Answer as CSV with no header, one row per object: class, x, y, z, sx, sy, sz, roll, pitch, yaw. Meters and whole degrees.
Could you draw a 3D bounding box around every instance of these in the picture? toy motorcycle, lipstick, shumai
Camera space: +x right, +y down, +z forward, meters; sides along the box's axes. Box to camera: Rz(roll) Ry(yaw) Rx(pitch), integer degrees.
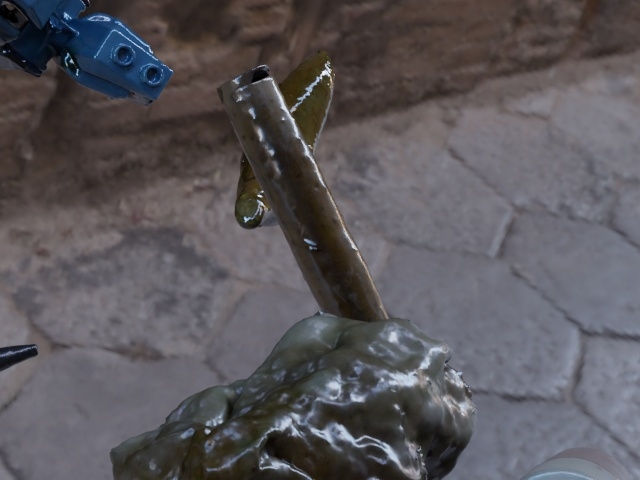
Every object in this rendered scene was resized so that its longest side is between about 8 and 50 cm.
toy motorcycle,-0.379,-0.309,1.786,0.416,0.172,0.232,37,-13,-21
lipstick,0.147,0.159,0.770,0.070,0.070,0.254,30,1,15
shumai,-0.017,0.113,0.793,0.218,0.184,0.185,33,49,-34

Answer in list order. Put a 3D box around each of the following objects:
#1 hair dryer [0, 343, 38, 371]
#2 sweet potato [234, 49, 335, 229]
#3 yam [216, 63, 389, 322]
hair dryer,-0.322,0.133,1.053,0.194,0.173,0.050,-3,17,-13
sweet potato,-0.048,-0.083,1.389,0.079,0.108,0.346,13,36,4
yam,0.000,0.000,0.937,0.046,0.046,0.264,-26,91,-53
